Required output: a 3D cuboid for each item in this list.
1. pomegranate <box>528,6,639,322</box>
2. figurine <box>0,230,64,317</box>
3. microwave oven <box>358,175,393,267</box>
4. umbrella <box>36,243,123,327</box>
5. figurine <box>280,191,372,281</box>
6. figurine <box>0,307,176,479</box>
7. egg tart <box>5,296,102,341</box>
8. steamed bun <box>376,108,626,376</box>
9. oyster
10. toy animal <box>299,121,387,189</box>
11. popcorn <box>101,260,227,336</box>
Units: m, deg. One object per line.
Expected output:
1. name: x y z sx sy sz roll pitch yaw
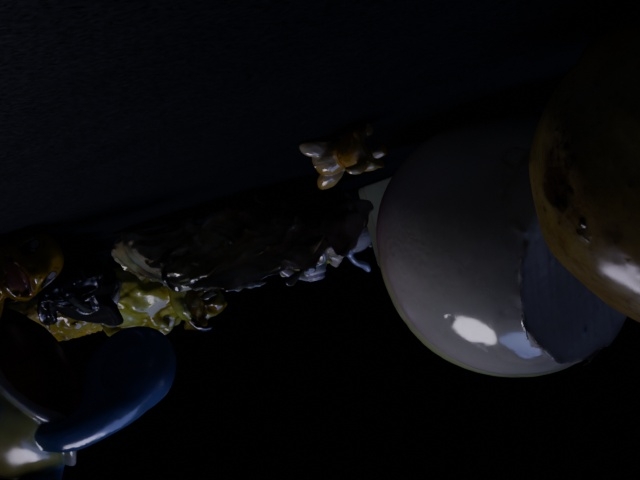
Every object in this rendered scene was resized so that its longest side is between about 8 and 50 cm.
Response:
1. pomegranate: 0.297 -0.064 0.895 0.281 0.281 0.281 -16 177 -1
2. figurine: -0.350 0.044 1.244 0.176 0.121 0.122 -26 -158 2
3. microwave oven: 0.212 -0.051 1.837 0.194 0.145 0.241 -14 178 40
4. umbrella: -0.316 0.062 1.497 0.113 0.106 0.358 -7 176 -6
5. figurine: 0.000 0.000 1.868 0.184 0.128 0.208 -13 -179 -15
6. figurine: -0.369 0.171 1.335 0.416 0.243 0.298 8 150 33
7. egg tart: -0.426 0.125 2.120 0.291 0.107 0.291 -16 178 -1
8. steamed bun: 0.187 -0.005 1.326 0.309 0.309 0.309 -16 177 -1
9. oyster: -0.092 -0.001 1.526 0.351 0.114 0.238 -10 -176 -17
10. toy animal: 0.018 -0.076 1.132 0.083 0.060 0.081 -19 -144 32
11. popcorn: -0.259 0.078 1.854 0.195 0.173 0.168 -6 162 42
